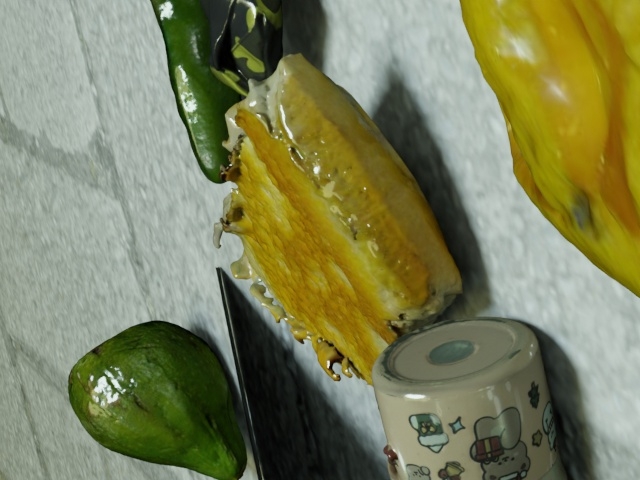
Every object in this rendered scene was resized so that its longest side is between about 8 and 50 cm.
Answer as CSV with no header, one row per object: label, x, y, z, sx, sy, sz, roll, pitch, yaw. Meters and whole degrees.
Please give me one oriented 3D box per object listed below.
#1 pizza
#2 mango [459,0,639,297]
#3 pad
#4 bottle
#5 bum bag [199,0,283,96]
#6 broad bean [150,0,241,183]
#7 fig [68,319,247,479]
pizza,0.000,0.000,1.038,0.189,0.071,0.297,52,160,6
mango,0.148,-0.074,0.499,0.365,0.182,0.253,159,88,-80
pad,-0.036,0.203,1.218,0.367,0.007,0.247,-110,10,-65
bottle,0.084,0.125,0.913,0.099,0.099,0.152,28,136,60
bum bag,-0.064,-0.194,1.030,0.107,0.060,0.232,146,105,-77
broad bean,-0.090,-0.136,1.162,0.061,0.046,0.195,99,151,-71
fig,-0.126,0.144,1.404,0.156,0.123,0.123,54,156,8
